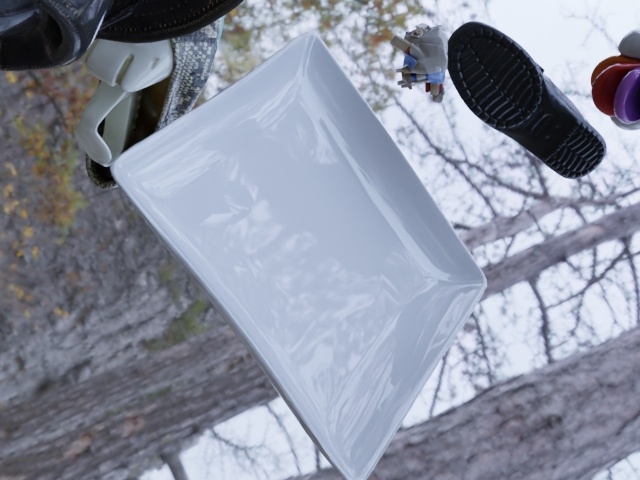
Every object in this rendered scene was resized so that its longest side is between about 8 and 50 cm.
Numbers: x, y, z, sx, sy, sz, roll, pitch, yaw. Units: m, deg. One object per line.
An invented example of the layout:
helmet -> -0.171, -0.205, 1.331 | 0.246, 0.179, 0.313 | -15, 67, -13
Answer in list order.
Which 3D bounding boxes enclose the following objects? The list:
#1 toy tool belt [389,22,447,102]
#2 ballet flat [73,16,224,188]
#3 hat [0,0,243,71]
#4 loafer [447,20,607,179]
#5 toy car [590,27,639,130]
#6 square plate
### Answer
toy tool belt -> 0.090, -0.163, 0.822 | 0.083, 0.051, 0.052 | 82, 8, -62
ballet flat -> -0.247, -0.216, 1.197 | 0.164, 0.182, 0.483 | 42, -34, 9
hat -> -0.178, -0.173, 0.431 | 0.331, 0.331, 0.134 | 116, -10, -62
loafer -> 0.210, -0.150, 0.944 | 0.220, 0.080, 0.078 | 41, 20, -22
toy car -> 0.490, -0.229, 1.354 | 0.182, 0.136, 0.159 | 43, -40, 51
square plate -> 0.000, 0.000, 0.863 | 0.049, 0.344, 0.347 | -28, -78, 42
